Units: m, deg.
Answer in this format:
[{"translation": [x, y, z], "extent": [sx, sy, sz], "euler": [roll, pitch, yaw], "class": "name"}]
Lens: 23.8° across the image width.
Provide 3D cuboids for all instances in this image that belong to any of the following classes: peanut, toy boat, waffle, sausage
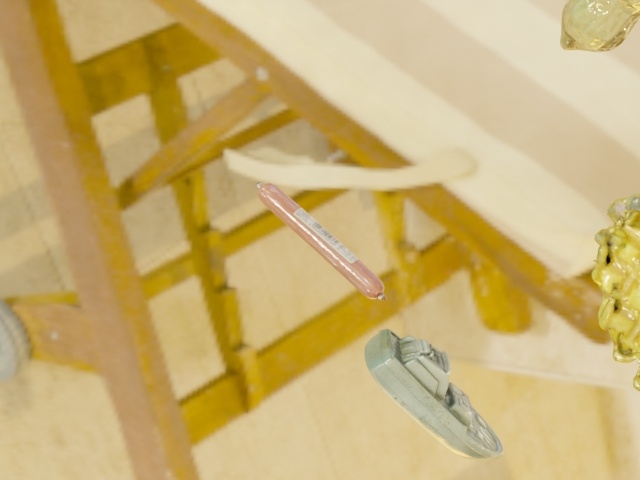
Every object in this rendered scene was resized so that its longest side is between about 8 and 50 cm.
[{"translation": [0.288, -0.237, 1.477], "extent": [0.082, 0.187, 0.082], "euler": [11, 60, -20], "class": "peanut"}, {"translation": [0.154, 0.198, 1.888], "extent": [0.260, 0.085, 0.078], "euler": [44, 23, -34], "class": "toy boat"}, {"translation": [0.433, 0.059, 1.772], "extent": [0.060, 0.262, 0.280], "euler": [-17, 98, -46], "class": "waffle"}, {"translation": [0.000, 0.000, 1.883], "extent": [0.029, 0.223, 0.029], "euler": [-43, 164, -16], "class": "sausage"}]
